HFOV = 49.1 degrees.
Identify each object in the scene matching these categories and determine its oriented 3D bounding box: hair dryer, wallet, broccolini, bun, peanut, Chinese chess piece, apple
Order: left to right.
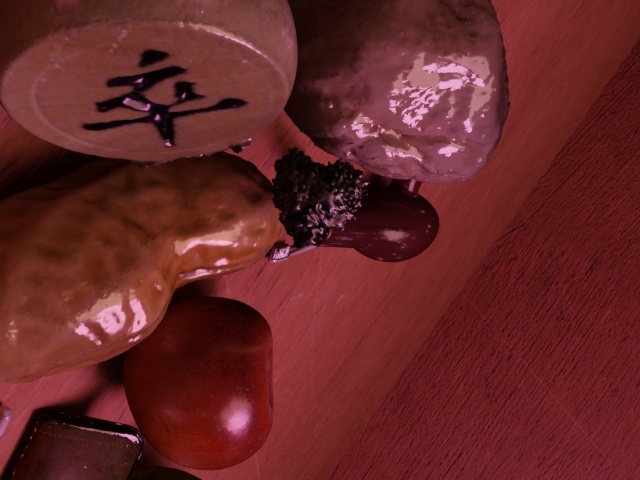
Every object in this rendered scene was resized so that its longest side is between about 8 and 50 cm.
[{"bbox_3d":[-0.297,0.306,0.773,0.137,0.031,0.255,25,100,-31],"label":"wallet"},{"bbox_3d":[-0.156,0.006,0.558,0.305,0.147,0.147,-36,152,-42],"label":"peanut"},{"bbox_3d":[-0.108,-0.115,0.442,0.188,0.188,0.083,39,42,-70],"label":"Chinese chess piece"},{"bbox_3d":[-0.136,0.160,0.806,0.201,0.162,0.201,179,-90,-89],"label":"apple"},{"bbox_3d":[-0.019,-0.064,0.697,0.079,0.074,0.392,-25,-169,-2],"label":"broccolini"},{"bbox_3d":[0.047,-0.182,0.632,0.205,0.281,0.281,-16,160,8],"label":"bun"},{"bbox_3d":[0.121,-0.130,1.081,0.312,0.123,0.340,5,107,-55],"label":"hair dryer"}]

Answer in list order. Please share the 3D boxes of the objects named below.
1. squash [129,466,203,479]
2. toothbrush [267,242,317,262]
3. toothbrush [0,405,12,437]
[{"bbox_3d":[-0.194,0.441,0.926,0.310,0.310,0.309,-38,151,-39],"label":"squash"},{"bbox_3d":[0.000,0.000,1.079,0.276,0.019,0.025,-16,129,-59],"label":"toothbrush"},{"bbox_3d":[-0.359,0.266,0.687,0.257,0.018,0.024,-59,153,12],"label":"toothbrush"}]
